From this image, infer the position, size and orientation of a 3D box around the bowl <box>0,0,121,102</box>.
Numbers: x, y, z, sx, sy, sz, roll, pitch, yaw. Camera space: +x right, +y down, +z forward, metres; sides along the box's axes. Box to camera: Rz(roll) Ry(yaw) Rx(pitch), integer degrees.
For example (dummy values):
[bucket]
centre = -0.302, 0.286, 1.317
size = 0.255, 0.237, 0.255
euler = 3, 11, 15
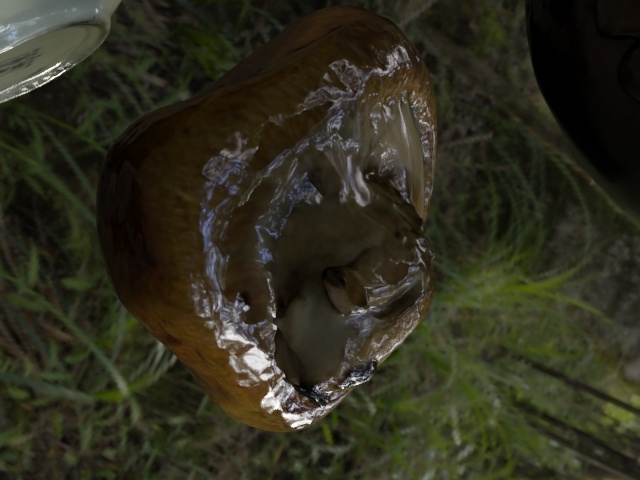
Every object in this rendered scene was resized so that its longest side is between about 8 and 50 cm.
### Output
[bowl]
centre = -0.241, -0.182, 0.807
size = 0.277, 0.145, 0.277
euler = -29, -179, 1

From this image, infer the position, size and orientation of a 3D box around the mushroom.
[mushroom]
centre = 0.000, 0.000, 0.847
size = 0.345, 0.259, 0.345
euler = -39, 139, -44

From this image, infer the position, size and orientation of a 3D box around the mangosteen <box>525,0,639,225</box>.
[mangosteen]
centre = 0.257, -0.120, 0.595
size = 0.313, 0.297, 0.297
euler = 10, 105, -62
